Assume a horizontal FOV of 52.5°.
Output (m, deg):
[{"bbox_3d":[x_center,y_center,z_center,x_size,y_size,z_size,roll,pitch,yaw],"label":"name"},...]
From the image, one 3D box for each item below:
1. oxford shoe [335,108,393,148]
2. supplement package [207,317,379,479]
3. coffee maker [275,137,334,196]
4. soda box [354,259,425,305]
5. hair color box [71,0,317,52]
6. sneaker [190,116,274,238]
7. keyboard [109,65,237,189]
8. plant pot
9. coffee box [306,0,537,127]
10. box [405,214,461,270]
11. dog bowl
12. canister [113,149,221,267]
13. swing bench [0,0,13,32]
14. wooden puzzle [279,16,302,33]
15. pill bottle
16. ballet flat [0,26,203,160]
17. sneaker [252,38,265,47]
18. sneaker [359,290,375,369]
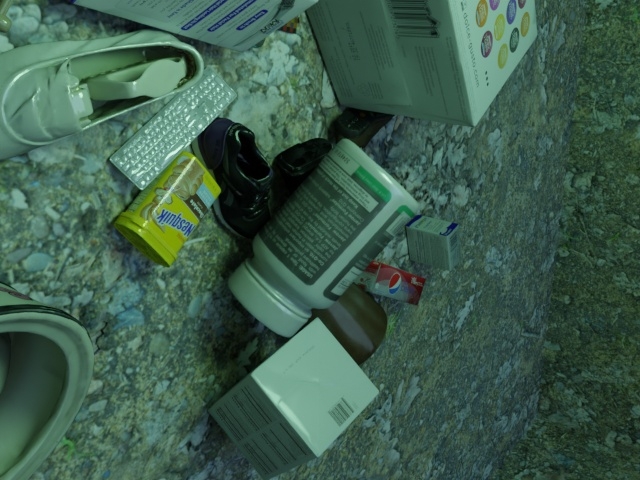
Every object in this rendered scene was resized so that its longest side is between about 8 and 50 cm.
[{"bbox_3d":[0.100,-0.269,1.519,0.227,0.083,0.096,-35,152,-42],"label":"oxford shoe"},{"bbox_3d":[-0.061,0.329,1.326,0.199,0.198,0.262,-36,173,-39],"label":"supplement package"},{"bbox_3d":[-0.024,-0.102,1.370,0.171,0.120,0.178,-48,137,-29],"label":"coffee maker"},{"bbox_3d":[0.182,0.110,1.750,0.263,0.092,0.083,20,87,-54],"label":"soda box"},{"bbox_3d":[-0.182,-0.400,0.971,0.339,0.185,0.110,0,73,-52],"label":"hair color box"},{"bbox_3d":[-0.140,-0.098,1.215,0.107,0.124,0.283,-50,138,-27],"label":"sneaker"},{"bbox_3d":[-0.244,-0.195,1.102,0.072,0.014,0.256,43,64,-10],"label":"keyboard"},{"bbox_3d":[0.004,0.146,1.463,0.215,0.215,0.230,-53,126,-25],"label":"plant pot"},{"bbox_3d":[0.214,-0.488,1.342,0.334,0.338,0.337,-52,140,-27],"label":"coffee box"},{"bbox_3d":[0.324,0.005,1.856,0.072,0.137,0.126,-43,134,-37],"label":"box"},{"bbox_3d":[-0.485,0.207,0.773,0.408,0.150,0.408,-46,158,-25],"label":"dog bowl"},{"bbox_3d":[-0.259,-0.057,1.121,0.170,0.073,0.126,-59,142,-21],"label":"canister"},{"bbox_3d":[-0.421,-0.404,0.688,0.255,0.165,0.253,34,77,-52],"label":"swing bench"},{"bbox_3d":[-0.064,-0.436,1.278,0.083,0.006,0.049,-7,109,-51],"label":"wooden puzzle"},{"bbox_3d":[0.000,0.000,1.255,0.361,0.204,0.204,-48,143,5],"label":"pill bottle"},{"bbox_3d":[-0.328,-0.216,0.916,0.400,0.139,0.139,-35,129,-40],"label":"ballet flat"},{"bbox_3d":[-0.099,-0.433,1.174,0.065,0.076,0.166,-4,107,-51],"label":"sneaker"},{"bbox_3d":[0.066,0.239,1.659,0.130,0.087,0.227,11,92,-52],"label":"sneaker"}]
